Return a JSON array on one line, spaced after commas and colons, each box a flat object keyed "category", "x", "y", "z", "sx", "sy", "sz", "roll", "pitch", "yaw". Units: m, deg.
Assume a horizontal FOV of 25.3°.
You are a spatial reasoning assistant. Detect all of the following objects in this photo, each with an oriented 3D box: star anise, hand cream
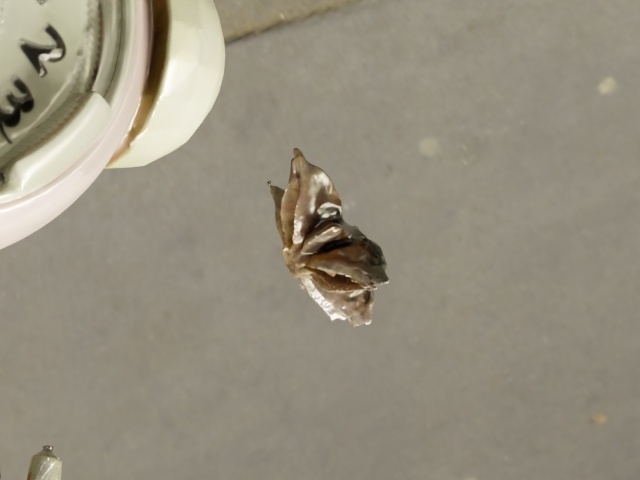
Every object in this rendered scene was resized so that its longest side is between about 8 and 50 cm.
[{"category": "star anise", "x": 0.000, "y": 0.007, "z": 0.981, "sx": 0.056, "sy": 0.124, "sz": 0.129, "roll": -29, "pitch": 165, "yaw": -20}, {"category": "hand cream", "x": -0.324, "y": 0.318, "z": 1.642, "sx": 0.037, "sy": 0.165, "sz": 0.057, "roll": -7, "pitch": 156, "yaw": 28}]

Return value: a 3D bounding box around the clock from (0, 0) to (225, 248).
[{"category": "clock", "x": -0.240, "y": -0.136, "z": 0.817, "sx": 0.326, "sy": 0.184, "sz": 0.342, "roll": -46, "pitch": 117, "yaw": -27}]
